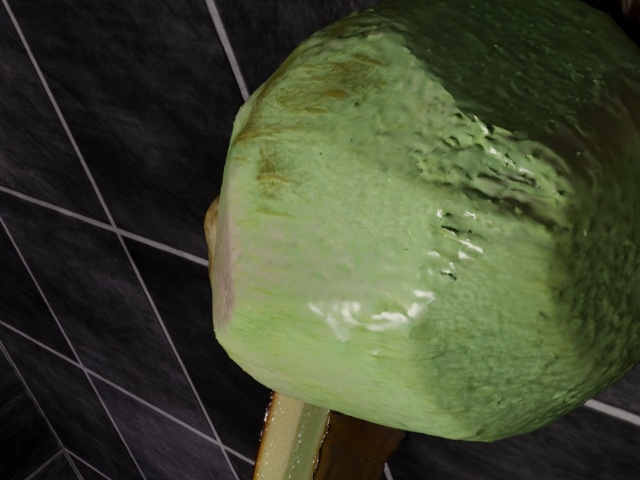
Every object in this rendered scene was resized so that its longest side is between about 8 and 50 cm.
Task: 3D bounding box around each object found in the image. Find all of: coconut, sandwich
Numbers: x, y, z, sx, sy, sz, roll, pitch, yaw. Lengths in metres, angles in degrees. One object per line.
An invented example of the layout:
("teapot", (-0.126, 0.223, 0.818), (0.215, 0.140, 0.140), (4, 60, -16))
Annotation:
("coconut", (0.069, -0.019, 0.679), (0.328, 0.328, 0.281), (15, 154, 46))
("sandwich", (0.026, 0.223, 1.345), (0.108, 0.186, 0.220), (19, 99, 39))

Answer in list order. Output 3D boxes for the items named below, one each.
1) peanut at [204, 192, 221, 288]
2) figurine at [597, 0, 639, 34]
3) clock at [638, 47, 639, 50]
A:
("peanut", (-0.078, 0.020, 1.257), (0.129, 0.129, 0.224), (25, 141, 38))
("figurine", (0.288, -0.131, 0.564), (0.315, 0.187, 0.168), (25, 147, 51))
("clock", (0.214, -0.097, 0.770), (0.176, 0.080, 0.117), (15, 136, 45))
